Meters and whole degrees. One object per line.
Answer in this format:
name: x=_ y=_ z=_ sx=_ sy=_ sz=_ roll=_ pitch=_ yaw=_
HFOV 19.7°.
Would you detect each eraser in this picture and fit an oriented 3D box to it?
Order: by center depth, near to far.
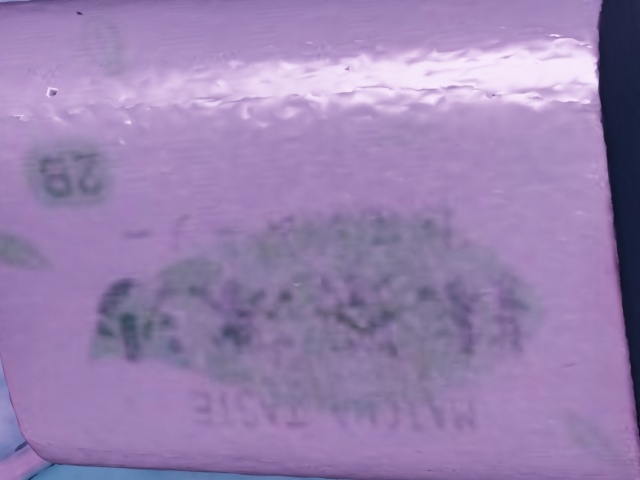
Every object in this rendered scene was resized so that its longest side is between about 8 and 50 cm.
eraser: x=0.000 y=0.000 z=0.612 sx=0.227 sy=0.081 sz=0.174 roll=-1 pitch=109 yaw=23
